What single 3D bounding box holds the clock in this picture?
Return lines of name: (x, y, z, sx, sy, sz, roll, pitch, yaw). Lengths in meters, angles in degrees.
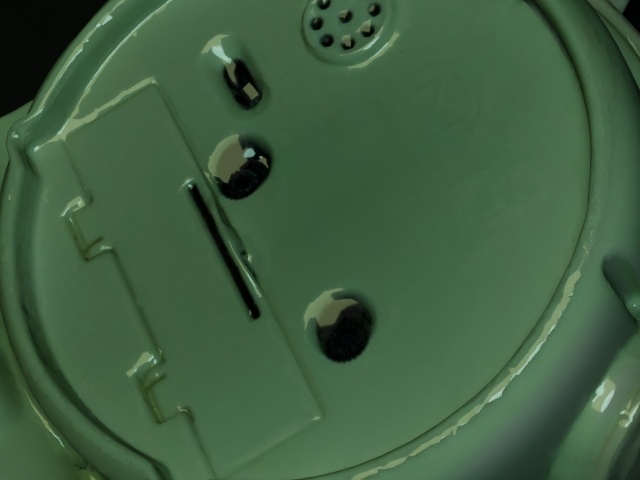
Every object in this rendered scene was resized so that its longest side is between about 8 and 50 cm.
clock: (0.000, 0.000, 0.575, 0.324, 0.108, 0.265, -33, 60, 6)
